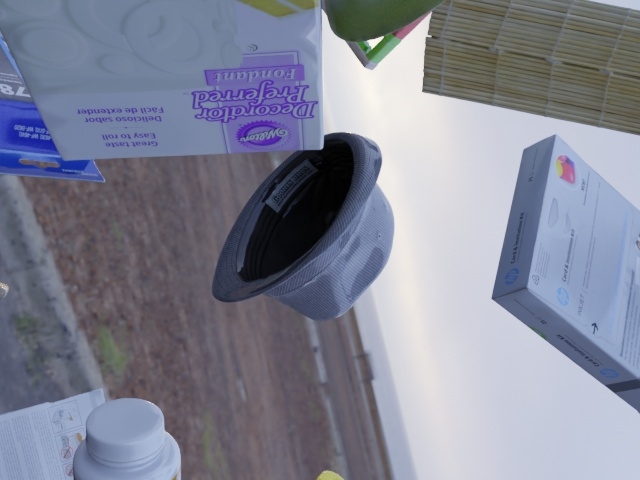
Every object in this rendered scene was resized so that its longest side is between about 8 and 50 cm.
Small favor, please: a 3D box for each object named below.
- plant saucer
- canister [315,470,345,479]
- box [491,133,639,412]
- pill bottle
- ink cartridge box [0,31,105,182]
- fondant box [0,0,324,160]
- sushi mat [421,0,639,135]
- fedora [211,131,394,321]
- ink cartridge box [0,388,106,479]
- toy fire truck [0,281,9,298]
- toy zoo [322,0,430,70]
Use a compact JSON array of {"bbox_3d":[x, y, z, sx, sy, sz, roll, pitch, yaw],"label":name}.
[{"bbox_3d":[0.084,-0.273,0.841,0.037,0.241,0.241,38,24,-29],"label":"plant saucer"},{"bbox_3d":[-0.004,0.396,1.287,0.126,0.170,0.073,41,22,8],"label":"canister"},{"bbox_3d":[0.217,0.030,0.765,0.186,0.038,0.145,36,53,-25],"label":"box"},{"bbox_3d":[-0.214,0.287,1.112,0.117,0.117,0.215,-98,-170,-63],"label":"pill bottle"},{"bbox_3d":[-0.397,-0.200,1.280,0.333,0.165,0.065,52,-56,35],"label":"ink cartridge box"},{"bbox_3d":[-0.117,-0.188,0.762,0.330,0.238,0.096,87,0,-64],"label":"fondant box"},{"bbox_3d":[0.281,-0.216,1.182,0.019,0.316,0.151,-67,168,-55],"label":"sushi mat"},{"bbox_3d":[0.000,0.000,1.190,0.124,0.243,0.275,45,36,-27],"label":"fedora"},{"bbox_3d":[-0.398,0.323,1.396,0.056,0.224,0.181,-21,-97,59],"label":"ink cartridge box"},{"bbox_3d":[-0.524,-0.026,1.353,0.217,0.158,0.246,-65,135,-74],"label":"toy fire truck"},{"bbox_3d":[0.126,-0.435,1.549,0.030,0.293,0.192,3,50,-57],"label":"toy zoo"}]
